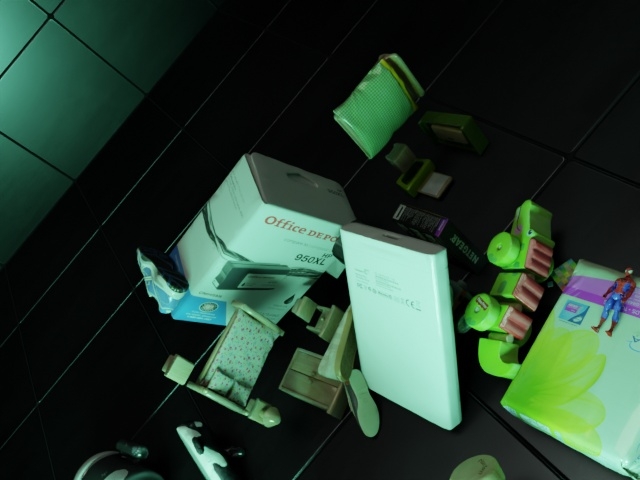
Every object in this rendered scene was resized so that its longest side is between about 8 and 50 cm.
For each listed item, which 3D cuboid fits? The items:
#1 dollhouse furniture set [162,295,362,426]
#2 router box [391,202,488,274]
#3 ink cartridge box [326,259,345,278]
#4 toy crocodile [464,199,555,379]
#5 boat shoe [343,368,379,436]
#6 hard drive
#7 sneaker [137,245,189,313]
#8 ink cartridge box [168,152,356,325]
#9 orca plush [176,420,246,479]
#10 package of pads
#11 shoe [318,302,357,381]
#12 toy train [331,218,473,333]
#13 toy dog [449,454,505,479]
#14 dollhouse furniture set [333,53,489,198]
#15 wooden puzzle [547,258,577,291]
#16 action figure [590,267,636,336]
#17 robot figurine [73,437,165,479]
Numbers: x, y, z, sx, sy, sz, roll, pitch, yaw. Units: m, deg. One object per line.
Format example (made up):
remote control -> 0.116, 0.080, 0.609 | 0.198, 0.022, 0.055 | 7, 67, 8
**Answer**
dollhouse furniture set -> -0.084, 0.219, 1.306 | 0.173, 0.355, 0.303 | 9, 67, 45
router box -> 0.245, -0.003, 1.307 | 0.133, 0.179, 0.046 | 26, 82, 48
ink cartridge box -> 0.000, 0.000, 1.614 | 0.115, 0.067, 0.198 | -54, 42, -4
toy crocodile -> 0.361, 0.086, 1.166 | 0.105, 0.115, 0.341 | -10, 53, 62
boat shoe -> 0.080, 0.331, 1.295 | 0.043, 0.049, 0.137 | -43, 60, 54
hard drive -> 0.148, 0.154, 1.183 | 0.047, 0.353, 0.233 | -25, 27, -34
sneaker -> -0.371, 0.082, 1.437 | 0.211, 0.080, 0.081 | 45, 114, 46
ink cartridge box -> -0.143, 0.021, 1.475 | 0.395, 0.285, 0.166 | -48, 47, 30
orca plush -> -0.210, 0.488, 1.419 | 0.102, 0.151, 0.287 | -29, 30, -24
package of pads -> 0.464, 0.197, 1.019 | 0.229, 0.101, 0.296 | 22, 78, 50
shoe -> 0.054, 0.195, 1.328 | 0.058, 0.076, 0.219 | -10, 38, 35
toy train -> 0.166, 0.078, 1.309 | 0.142, 0.190, 0.334 | -52, 40, -1
toy dog -> 0.184, 0.462, 1.023 | 0.333, 0.161, 0.220 | -11, 90, 1
dollhouse furniture set -> 0.206, -0.249, 1.430 | 0.197, 0.301, 0.151 | -53, 38, -7
wooden puzzle -> 0.462, 0.064, 1.192 | 0.083, 0.006, 0.049 | -38, 42, 15
action figure -> 0.464, 0.093, 1.000 | 0.038, 0.030, 0.115 | 13, 67, 54
robot figurine -> -0.469, 0.606, 1.513 | 0.278, 0.174, 0.209 | 4, 40, 44
